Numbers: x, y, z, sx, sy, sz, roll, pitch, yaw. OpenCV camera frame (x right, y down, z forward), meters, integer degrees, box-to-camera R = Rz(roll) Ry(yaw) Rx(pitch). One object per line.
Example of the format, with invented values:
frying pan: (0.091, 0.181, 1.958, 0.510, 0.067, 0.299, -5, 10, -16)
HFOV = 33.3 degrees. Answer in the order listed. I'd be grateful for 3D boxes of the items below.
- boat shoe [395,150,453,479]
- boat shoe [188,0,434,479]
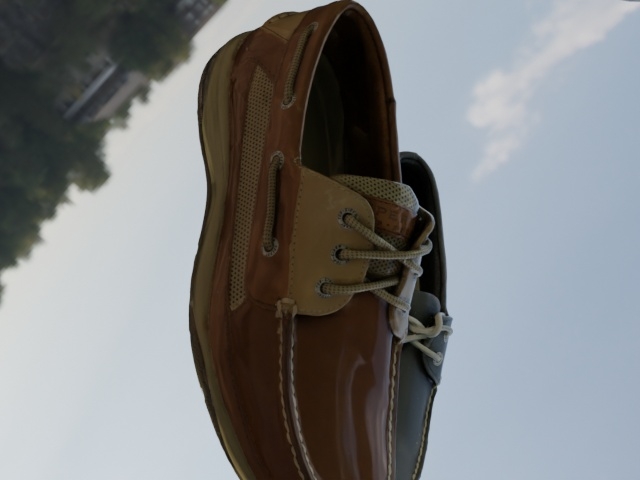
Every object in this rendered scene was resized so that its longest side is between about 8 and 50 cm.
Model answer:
boat shoe: (0.051, 0.064, 0.857, 0.099, 0.116, 0.320, -40, -143, 43)
boat shoe: (0.000, 0.000, 0.625, 0.120, 0.122, 0.324, -26, -117, 40)
